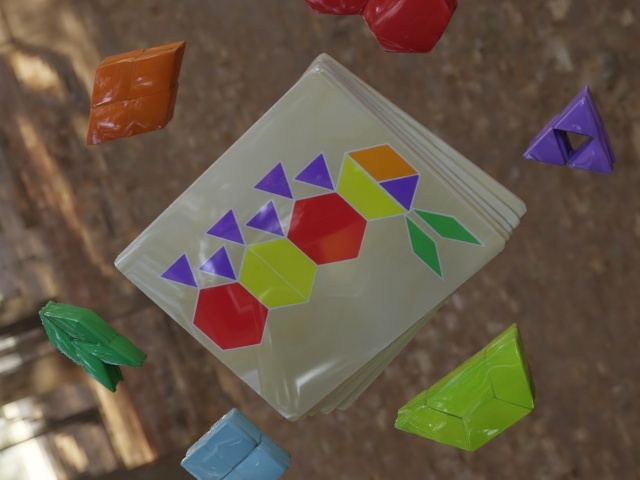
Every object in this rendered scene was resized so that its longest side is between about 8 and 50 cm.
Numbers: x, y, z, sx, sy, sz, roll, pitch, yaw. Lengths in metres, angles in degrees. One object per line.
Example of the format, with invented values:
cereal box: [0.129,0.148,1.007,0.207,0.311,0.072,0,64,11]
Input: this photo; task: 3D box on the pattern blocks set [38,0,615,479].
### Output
pattern blocks set: [0.000,0.000,0.854,0.285,0.325,0.026,50,-154,-14]
